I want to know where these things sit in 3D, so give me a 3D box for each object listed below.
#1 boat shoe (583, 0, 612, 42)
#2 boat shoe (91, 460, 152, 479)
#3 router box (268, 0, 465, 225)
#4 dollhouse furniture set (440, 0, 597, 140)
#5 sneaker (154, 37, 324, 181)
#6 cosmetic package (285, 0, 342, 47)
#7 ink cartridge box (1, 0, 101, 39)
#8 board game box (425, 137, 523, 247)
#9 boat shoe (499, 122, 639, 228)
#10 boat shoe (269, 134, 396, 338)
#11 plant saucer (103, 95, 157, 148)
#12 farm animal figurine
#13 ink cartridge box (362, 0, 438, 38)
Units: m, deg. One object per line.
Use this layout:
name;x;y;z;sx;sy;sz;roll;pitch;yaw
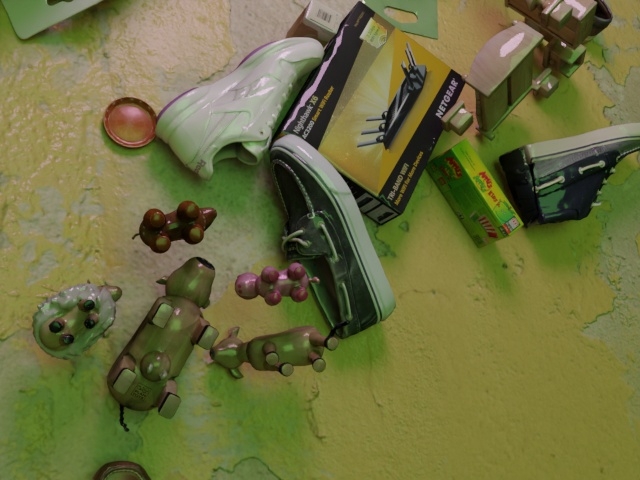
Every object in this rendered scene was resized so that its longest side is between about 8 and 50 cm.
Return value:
boat shoe;0.494;-0.539;1.507;0.103;0.092;0.285;-43;95;-26
boat shoe;-0.239;0.447;0.927;0.123;0.116;0.324;-3;78;-24
router box;0.086;-0.220;1.258;0.243;0.081;0.309;32;66;-12
dollhouse furniture set;0.318;-0.322;1.359;0.355;0.303;0.174;-46;69;-2
sneaker;-0.104;-0.206;1.156;0.305;0.114;0.152;-37;86;-17
cosmetic package;-0.016;-0.350;1.228;0.060;0.115;0.041;22;70;-15
ink cartridge box;-0.441;-0.496;1.043;0.207;0.119;0.353;-27;88;0
board game box;0.270;-0.081;1.294;0.043;0.092;0.181;-35;92;-28
boat shoe;0.506;-0.123;1.402;0.341;0.127;0.158;-13;89;-18
boat shoe;0.000;0.000;1.133;0.119;0.121;0.335;-33;97;-27
plant saucer;-0.291;-0.181;1.123;0.083;0.013;0.083;6;74;-21
farm animal figurine;-0.174;0.118;1.024;0.327;0.172;0.330;-44;104;-14
ink cartridge box;0.161;-0.514;1.382;0.171;0.056;0.235;6;72;-22
